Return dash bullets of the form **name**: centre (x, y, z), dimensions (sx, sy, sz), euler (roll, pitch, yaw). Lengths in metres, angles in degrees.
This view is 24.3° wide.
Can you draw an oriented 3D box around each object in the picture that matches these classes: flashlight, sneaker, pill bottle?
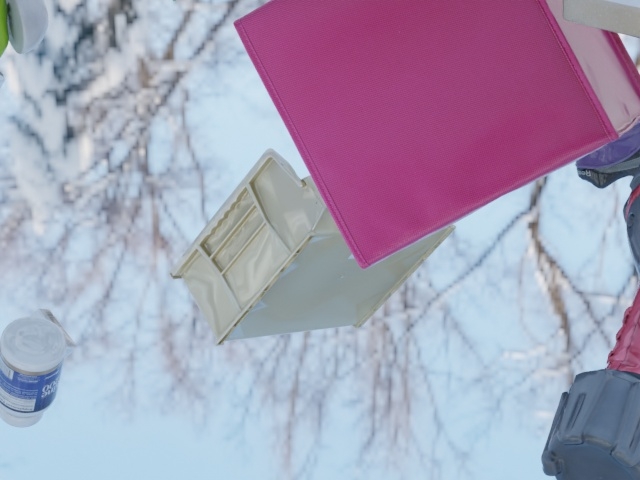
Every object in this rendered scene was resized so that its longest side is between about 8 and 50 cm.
- **flashlight**: centre (0.231, 0.051, 1.032), dimensions (0.103, 0.103, 0.304), euler (23, -133, 12)
- **sneaker**: centre (0.469, -0.126, 1.982), dimensions (0.283, 0.124, 0.107), euler (-2, -167, -12)
- **pill bottle**: centre (-0.300, 0.138, 1.521), dimensions (0.067, 0.120, 0.067), euler (10, -134, -11)

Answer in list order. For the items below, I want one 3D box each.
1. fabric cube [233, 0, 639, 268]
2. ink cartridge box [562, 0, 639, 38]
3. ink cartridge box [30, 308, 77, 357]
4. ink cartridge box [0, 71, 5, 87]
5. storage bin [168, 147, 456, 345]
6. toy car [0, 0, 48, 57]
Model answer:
- **fabric cube**: centre (0.125, -0.158, 1.369), dimensions (0.258, 0.254, 0.259), euler (-29, 178, 23)
- **ink cartridge box**: centre (0.263, -0.296, 1.109), dimensions (0.088, 0.234, 0.193), euler (21, -140, 35)
- **ink cartridge box**: centre (-0.364, 0.144, 1.836), dimensions (0.063, 0.115, 0.029), euler (51, -170, 14)
- **ink cartridge box**: centre (-0.457, -0.086, 1.656), dimensions (0.045, 0.206, 0.208), euler (38, -146, -3)
- **storage bin**: centre (0.000, 0.000, 1.832), dimensions (0.262, 0.260, 0.123), euler (-3, -127, -45)
- **toy car**: centre (-0.362, -0.253, 1.445), dimensions (0.159, 0.182, 0.136), euler (-19, -148, -25)
